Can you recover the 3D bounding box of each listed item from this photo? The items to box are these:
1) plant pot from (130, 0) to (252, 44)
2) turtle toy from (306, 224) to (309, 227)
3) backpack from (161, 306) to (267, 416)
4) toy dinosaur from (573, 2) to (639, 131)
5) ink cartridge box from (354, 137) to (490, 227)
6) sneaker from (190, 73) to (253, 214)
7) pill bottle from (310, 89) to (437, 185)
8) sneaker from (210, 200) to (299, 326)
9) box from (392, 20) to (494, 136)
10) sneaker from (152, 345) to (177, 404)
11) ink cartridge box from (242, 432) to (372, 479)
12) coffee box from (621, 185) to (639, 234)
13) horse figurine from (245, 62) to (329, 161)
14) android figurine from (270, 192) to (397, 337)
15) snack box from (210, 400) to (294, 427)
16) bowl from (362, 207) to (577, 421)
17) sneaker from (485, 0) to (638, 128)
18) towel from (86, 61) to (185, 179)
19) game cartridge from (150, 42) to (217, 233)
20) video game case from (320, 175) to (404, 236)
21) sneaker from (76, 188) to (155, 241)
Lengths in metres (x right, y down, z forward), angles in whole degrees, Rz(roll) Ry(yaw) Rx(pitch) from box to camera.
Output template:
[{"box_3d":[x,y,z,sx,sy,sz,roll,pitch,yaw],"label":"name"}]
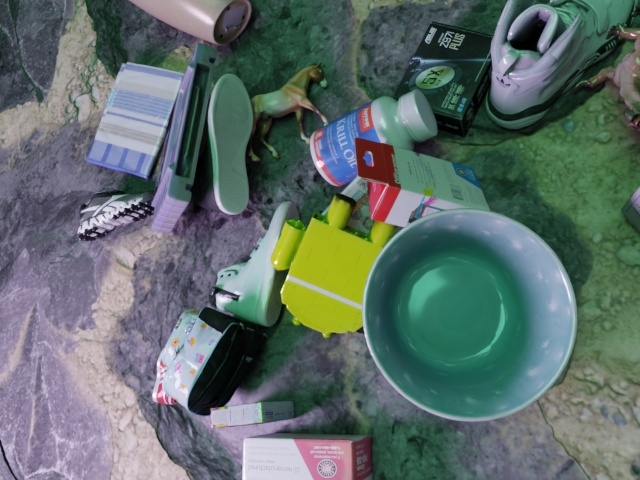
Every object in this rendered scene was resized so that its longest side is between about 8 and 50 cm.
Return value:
[{"box_3d":[-0.300,-0.599,1.230,0.274,0.256,0.256,43,93,10],"label":"plant pot"},{"box_3d":[0.000,0.000,1.032,0.130,0.066,0.095,-33,67,9],"label":"turtle toy"},{"box_3d":[-0.213,0.229,0.994,0.145,0.166,0.188,17,79,25],"label":"backpack"},{"box_3d":[0.577,-0.288,0.869,0.296,0.127,0.200,-43,65,0],"label":"toy dinosaur"},{"box_3d":[0.158,-0.089,0.902,0.231,0.078,0.134,13,39,-11],"label":"ink cartridge box"},{"box_3d":[-0.223,-0.198,1.112,0.147,0.105,0.295,-3,86,48],"label":"sneaker"},{"box_3d":[0.100,-0.196,0.989,0.222,0.124,0.124,-22,68,31],"label":"pill bottle"},{"box_3d":[-0.137,0.034,1.059,0.151,0.094,0.255,9,78,25],"label":"sneaker"},{"box_3d":[0.249,-0.315,1.020,0.147,0.077,0.180,26,86,25],"label":"box"},{"box_3d":[-0.305,0.280,1.081,0.067,0.042,0.118,6,85,26],"label":"sneaker"},{"box_3d":[-0.019,0.478,0.880,0.207,0.117,0.282,-6,73,18],"label":"ink cartridge box"},{"box_3d":[0.663,-0.029,0.647,0.338,0.334,0.338,-30,69,9],"label":"coffee box"},{"box_3d":[-0.093,-0.272,1.143,0.263,0.066,0.174,-23,75,11],"label":"horse figurine"},{"box_3d":[0.032,0.058,0.952,0.248,0.056,0.272,21,111,-2],"label":"android figurine"},{"box_3d":[-0.120,0.315,0.948,0.100,0.141,0.037,-11,71,17],"label":"snack box"},{"box_3d":[0.223,0.113,0.843,0.312,0.163,0.311,-1,84,5],"label":"bowl"},{"box_3d":[0.425,-0.376,0.898,0.137,0.210,0.366,42,92,24],"label":"sneaker"},{"box_3d":[-0.458,-0.304,1.304,0.209,0.034,0.284,16,83,21],"label":"towel"},{"box_3d":[-0.300,-0.211,1.121,0.230,0.068,0.354,-27,53,57],"label":"game cartridge"},{"box_3d":[0.071,-0.021,0.988,0.143,0.019,0.157,44,86,-10],"label":"video game case"},{"box_3d":[-0.480,-0.086,1.227,0.234,0.078,0.106,-22,71,16],"label":"sneaker"}]
